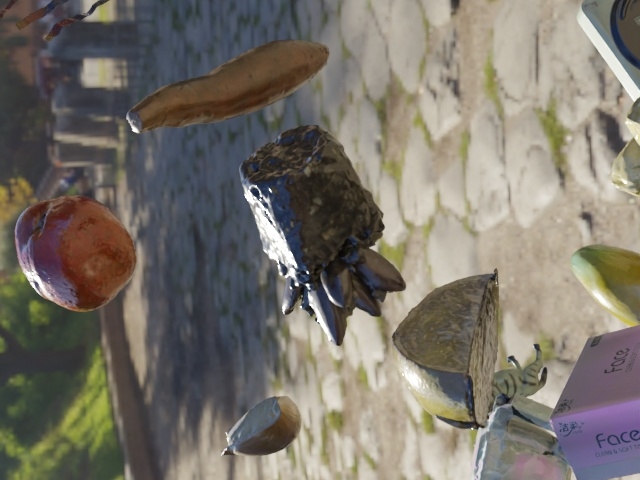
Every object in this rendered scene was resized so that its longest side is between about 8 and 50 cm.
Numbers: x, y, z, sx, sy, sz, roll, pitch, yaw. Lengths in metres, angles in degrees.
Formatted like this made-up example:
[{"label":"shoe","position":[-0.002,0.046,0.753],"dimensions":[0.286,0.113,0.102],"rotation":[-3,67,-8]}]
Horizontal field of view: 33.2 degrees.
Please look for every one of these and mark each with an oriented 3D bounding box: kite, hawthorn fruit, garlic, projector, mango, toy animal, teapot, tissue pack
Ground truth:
[{"label":"kite","position":[-0.320,-0.406,1.647],"dimensions":[0.204,0.360,0.022],"rotation":[27,140,23]},{"label":"hawthorn fruit","position":[-0.249,0.008,1.085],"dimensions":[0.128,0.128,0.128],"rotation":[176,90,-76]},{"label":"garlic","position":[-0.099,0.348,2.003],"dimensions":[0.195,0.101,0.087],"rotation":[-37,52,38]},{"label":"projector","position":[0.671,-0.407,2.077],"dimensions":[0.259,0.257,0.079],"rotation":[59,171,15]},{"label":"mango","position":[0.457,0.065,1.608],"dimensions":[0.195,0.130,0.091],"rotation":[33,124,41]},{"label":"toy animal","position":[0.386,0.313,2.281],"dimensions":[0.073,0.217,0.176],"rotation":[92,167,-53]},{"label":"teapot","position":[0.366,0.371,1.908],"dimensions":[0.163,0.178,0.221],"rotation":[-48,-31,-78]},{"label":"tissue pack","position":[0.382,0.181,1.281],"dimensions":[0.246,0.149,0.092],"rotation":[-37,-75,-60]}]

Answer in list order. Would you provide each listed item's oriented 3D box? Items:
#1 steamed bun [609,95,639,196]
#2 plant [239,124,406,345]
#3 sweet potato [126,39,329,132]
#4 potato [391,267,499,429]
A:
[{"label":"steamed bun","position":[0.550,-0.156,1.530],"dimensions":[0.137,0.292,0.295],"rotation":[48,166,32]},{"label":"plant","position":[0.000,0.000,1.605],"dimensions":[0.320,0.194,0.181],"rotation":[64,172,-28]},{"label":"sweet potato","position":[-0.075,-0.139,0.975],"dimensions":[0.057,0.264,0.057],"rotation":[22,127,32]},{"label":"potato","position":[0.136,0.133,1.184],"dimensions":[0.261,0.100,0.120],"rotation":[-56,-36,-64]}]
